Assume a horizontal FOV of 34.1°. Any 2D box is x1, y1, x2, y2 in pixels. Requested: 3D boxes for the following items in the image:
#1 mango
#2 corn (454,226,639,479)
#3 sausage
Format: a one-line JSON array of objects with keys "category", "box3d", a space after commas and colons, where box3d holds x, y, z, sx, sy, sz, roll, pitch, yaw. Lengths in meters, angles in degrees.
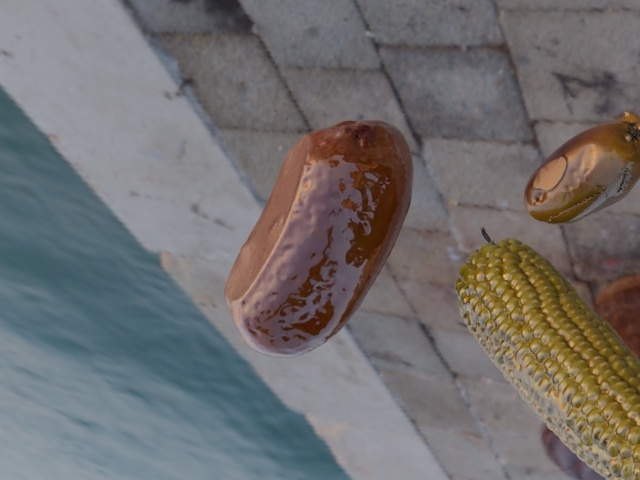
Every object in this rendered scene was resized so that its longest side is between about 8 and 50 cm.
[{"category": "mango", "box3d": [0.220, -0.053, 0.862, 0.127, 0.077, 0.063, -39, 77, 32]}, {"category": "corn", "box3d": [0.209, 0.104, 0.887, 0.101, 0.101, 0.310, 52, -177, -46]}, {"category": "sausage", "box3d": [0.002, 0.001, 1.000, 0.133, 0.258, 0.133, 26, -167, -7]}]
